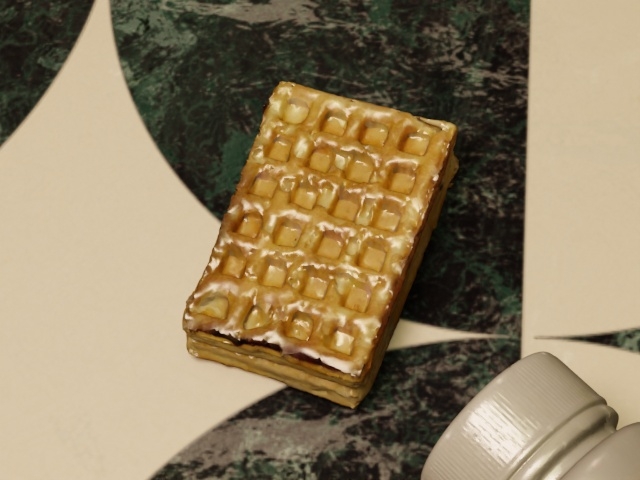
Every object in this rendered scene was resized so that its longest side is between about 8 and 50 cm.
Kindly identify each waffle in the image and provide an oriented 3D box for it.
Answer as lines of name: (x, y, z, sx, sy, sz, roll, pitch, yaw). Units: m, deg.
waffle: (0.000, 0.001, 1.614, 0.212, 0.091, 0.308, 15, 67, 15)

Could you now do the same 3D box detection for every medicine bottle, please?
medicine bottle: (0.266, 0.273, 1.384, 0.208, 0.208, 0.339, -42, 66, -12)
